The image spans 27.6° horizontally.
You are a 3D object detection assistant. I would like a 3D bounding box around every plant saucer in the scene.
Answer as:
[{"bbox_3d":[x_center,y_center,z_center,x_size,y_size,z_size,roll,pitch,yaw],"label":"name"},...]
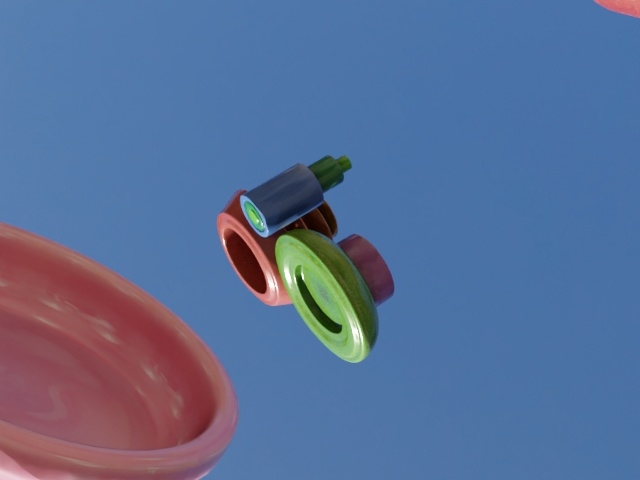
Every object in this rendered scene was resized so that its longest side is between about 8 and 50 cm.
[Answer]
[{"bbox_3d":[-0.223,0.091,0.950,0.332,0.332,0.084,36,-73,27],"label":"plant saucer"}]

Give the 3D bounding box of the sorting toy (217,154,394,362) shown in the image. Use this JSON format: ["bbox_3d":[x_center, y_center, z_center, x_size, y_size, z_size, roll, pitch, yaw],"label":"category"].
[{"bbox_3d":[0.000,0.000,0.472,0.042,0.061,0.102,-31,-149,-20],"label":"sorting toy"}]

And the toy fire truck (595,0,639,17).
[{"bbox_3d":[0.121,-0.235,0.309,0.169,0.254,0.302,20,-113,36],"label":"toy fire truck"}]
